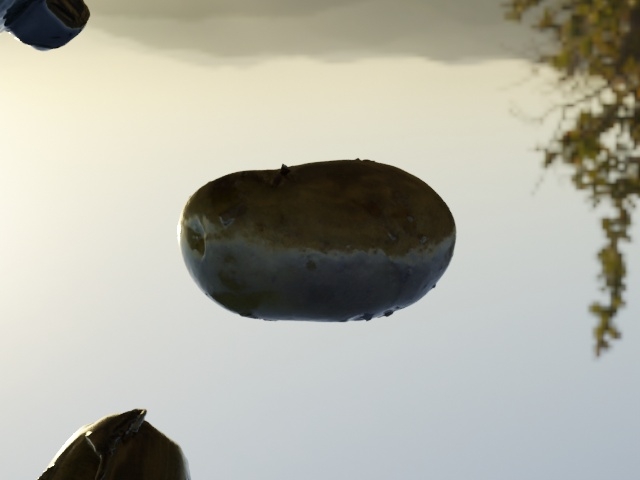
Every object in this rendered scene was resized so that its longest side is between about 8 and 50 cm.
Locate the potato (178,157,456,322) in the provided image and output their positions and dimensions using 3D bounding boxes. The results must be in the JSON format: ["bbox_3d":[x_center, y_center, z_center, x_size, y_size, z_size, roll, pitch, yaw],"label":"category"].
[{"bbox_3d":[0.000,0.000,1.295,0.262,0.165,0.165,-2,-172,-8],"label":"potato"}]

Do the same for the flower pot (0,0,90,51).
[{"bbox_3d":[-0.183,-0.265,0.760,0.283,0.299,0.299,-41,171,23],"label":"flower pot"}]

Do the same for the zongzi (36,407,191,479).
[{"bbox_3d":[-0.179,0.340,1.354,0.208,0.403,0.432,42,146,-24],"label":"zongzi"}]
